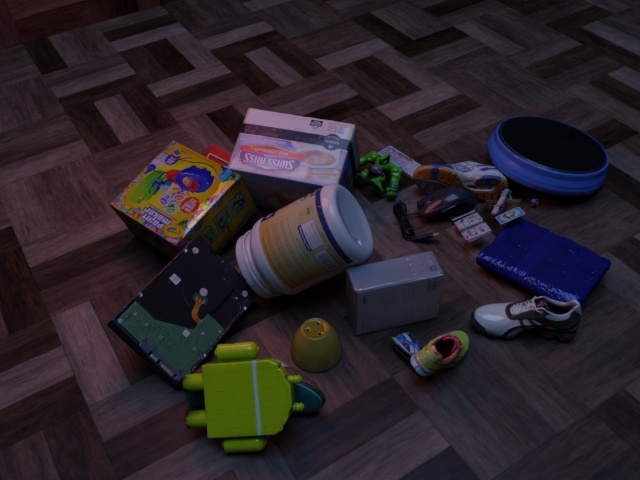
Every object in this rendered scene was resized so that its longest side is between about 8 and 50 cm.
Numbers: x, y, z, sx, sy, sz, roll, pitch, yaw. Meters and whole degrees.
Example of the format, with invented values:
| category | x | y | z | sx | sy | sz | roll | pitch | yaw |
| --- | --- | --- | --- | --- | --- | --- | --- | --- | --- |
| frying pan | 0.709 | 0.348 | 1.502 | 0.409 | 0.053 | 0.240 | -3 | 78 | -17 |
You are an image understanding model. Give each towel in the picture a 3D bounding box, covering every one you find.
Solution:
| category | x | y | z | sx | sy | sz | roll | pitch | yaw |
| --- | --- | --- | --- | --- | --- | --- | --- | --- | --- |
| towel | 0.620 | 0.069 | 1.805 | 0.308 | 0.076 | 0.228 | 31 | 57 | 31 |

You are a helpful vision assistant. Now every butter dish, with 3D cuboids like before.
| category | x | y | z | sx | sy | sz | roll | pitch | yaw |
| --- | --- | --- | --- | --- | --- | --- | --- | --- | --- |
| butter dish | -0.314 | -0.209 | 2.102 | 0.160 | 0.118 | 0.160 | 28 | 94 | 28 |

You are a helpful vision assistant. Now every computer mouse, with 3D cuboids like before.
| category | x | y | z | sx | sy | sz | roll | pitch | yaw |
| --- | --- | --- | --- | --- | --- | --- | --- | --- | --- |
| computer mouse | 0.355 | -0.090 | 1.954 | 0.262 | 0.060 | 0.184 | -11 | 45 | 7 |

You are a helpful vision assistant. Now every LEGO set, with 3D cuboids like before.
| category | x | y | z | sx | sy | sz | roll | pitch | yaw |
| --- | --- | --- | --- | --- | --- | --- | --- | --- | --- |
| LEGO set | 0.527 | -0.076 | 1.937 | 0.244 | 0.060 | 0.182 | -25 | 29 | 4 |

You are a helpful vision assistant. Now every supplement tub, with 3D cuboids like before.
| category | x | y | z | sx | sy | sz | roll | pitch | yaw |
| --- | --- | --- | --- | --- | --- | --- | --- | --- | --- |
| supplement tub | -0.043 | 0.009 | 1.711 | 0.316 | 0.228 | 0.228 | -26 | 40 | 22 |

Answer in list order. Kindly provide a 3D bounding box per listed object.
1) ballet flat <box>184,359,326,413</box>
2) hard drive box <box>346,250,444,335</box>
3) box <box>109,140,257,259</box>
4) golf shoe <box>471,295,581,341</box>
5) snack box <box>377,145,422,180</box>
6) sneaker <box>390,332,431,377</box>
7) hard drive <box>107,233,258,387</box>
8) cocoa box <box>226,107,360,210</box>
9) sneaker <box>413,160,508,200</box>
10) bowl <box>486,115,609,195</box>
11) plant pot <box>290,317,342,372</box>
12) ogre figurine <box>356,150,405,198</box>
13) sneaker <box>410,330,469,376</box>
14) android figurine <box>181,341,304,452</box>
| category | x | y | z | sx | sy | sz | roll | pitch | yaw |
| --- | --- | --- | --- | --- | --- | --- | --- | --- | --- |
| ballet flat | -0.154 | 0.341 | 1.553 | 0.343 | 0.116 | 0.124 | -1 | 25 | 7 |
| hard drive box | 0.189 | 0.139 | 1.673 | 0.232 | 0.181 | 0.089 | -11 | 45 | -9 |
| box | -0.398 | -0.098 | 1.901 | 0.290 | 0.177 | 0.279 | 28 | 68 | 27 |
| golf shoe | 0.527 | 0.184 | 1.656 | 0.273 | 0.120 | 0.105 | 1 | 46 | 6 |
| snack box | 0.276 | -0.264 | 2.188 | 0.064 | 0.022 | 0.178 | -32 | 52 | -25 |
| sneaker | 0.238 | 0.283 | 1.615 | 0.059 | 0.053 | 0.144 | -24 | 49 | -23 |
| hard drive | -0.343 | 0.175 | 1.657 | 0.237 | 0.064 | 0.339 | 45 | 51 | -8 |
| cocoa box | -0.075 | -0.227 | 1.977 | 0.347 | 0.231 | 0.227 | 11 | 67 | 11 |
| sneaker | 0.445 | -0.199 | 2.073 | 0.297 | 0.111 | 0.131 | 9 | 34 | 2 |
| bowl | 0.743 | -0.287 | 2.100 | 0.392 | 0.077 | 0.391 | 6 | 39 | -5 |
| plant pot | -0.012 | 0.251 | 1.628 | 0.134 | 0.095 | 0.134 | -2 | 45 | 2 |
| ogre figurine | 0.189 | -0.223 | 2.101 | 0.197 | 0.096 | 0.118 | 26 | 62 | 40 |
| sneaker | 0.312 | 0.263 | 1.569 | 0.209 | 0.094 | 0.081 | -21 | 66 | -47 |
| android figurine | -0.173 | 0.354 | 1.456 | 0.273 | 0.056 | 0.248 | -7 | 86 | 7 |
